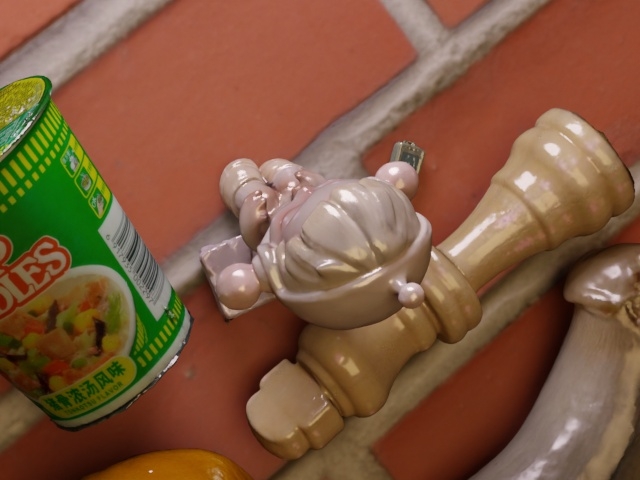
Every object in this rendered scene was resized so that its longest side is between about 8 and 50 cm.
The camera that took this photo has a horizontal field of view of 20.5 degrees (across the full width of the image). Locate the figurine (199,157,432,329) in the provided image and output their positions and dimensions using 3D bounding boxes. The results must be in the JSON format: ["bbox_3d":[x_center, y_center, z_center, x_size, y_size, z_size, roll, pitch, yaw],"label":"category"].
[{"bbox_3d":[-0.002,0.011,1.437,0.182,0.257,0.144,-4,97,-21],"label":"figurine"}]

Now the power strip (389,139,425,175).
[{"bbox_3d":[0.071,-0.049,1.584,0.027,0.017,0.083,16,87,-18],"label":"power strip"}]

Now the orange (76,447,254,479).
[{"bbox_3d":[-0.150,0.267,1.426,0.249,0.249,0.183,-41,89,-12],"label":"orange"}]

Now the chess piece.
[{"bbox_3d":[0.096,0.046,1.551,0.397,0.117,0.117,-39,105,-12],"label":"chess piece"}]

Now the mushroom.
[{"bbox_3d":[0.216,0.186,1.597,0.177,0.126,0.397,38,85,-9],"label":"mushroom"}]

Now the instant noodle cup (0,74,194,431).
[{"bbox_3d":[-0.223,0.018,1.405,0.207,0.207,0.232,-43,113,-12],"label":"instant noodle cup"}]
